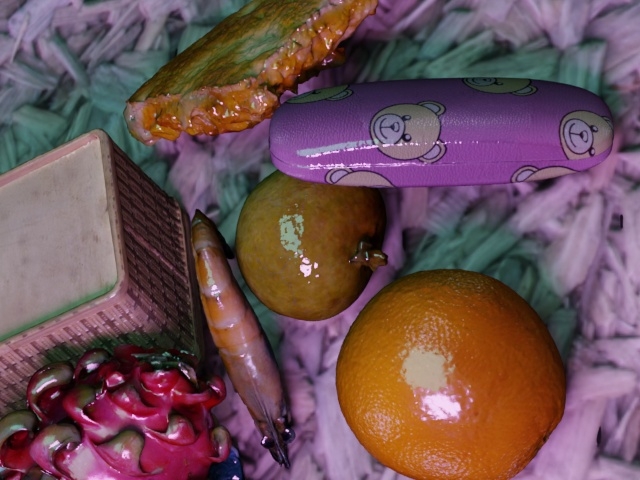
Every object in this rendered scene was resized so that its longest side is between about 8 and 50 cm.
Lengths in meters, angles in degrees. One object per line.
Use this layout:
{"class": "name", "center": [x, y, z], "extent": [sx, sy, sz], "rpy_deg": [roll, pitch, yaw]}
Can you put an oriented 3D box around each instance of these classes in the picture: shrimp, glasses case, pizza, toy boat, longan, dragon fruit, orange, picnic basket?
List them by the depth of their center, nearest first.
{"class": "orange", "center": [0.117, 0.124, 1.491], "extent": [0.206, 0.206, 0.206], "rpy_deg": [-7, 74, 25]}
{"class": "glasses case", "center": [0.110, -0.101, 1.550], "extent": [0.316, 0.075, 0.123], "rpy_deg": [-1, 33, 3]}
{"class": "dragon fruit", "center": [-0.214, 0.197, 1.557], "extent": [0.273, 0.218, 0.198], "rpy_deg": [-5, 90, 13]}
{"class": "longan", "center": [0.000, 0.000, 1.601], "extent": [0.176, 0.145, 0.154], "rpy_deg": [9, 105, 40]}
{"class": "toy boat", "center": [-0.092, 0.265, 1.629], "extent": [0.061, 0.060, 0.137], "rpy_deg": [-20, 63, 44]}
{"class": "shrimp", "center": [-0.074, 0.085, 1.653], "extent": [0.051, 0.198, 0.262], "rpy_deg": [-20, 111, 4]}
{"class": "pizza", "center": [-0.061, -0.171, 1.669], "extent": [0.335, 0.086, 0.226], "rpy_deg": [-29, 27, 16]}
{"class": "picnic basket", "center": [-0.290, 0.066, 1.695], "extent": [0.313, 0.175, 0.228], "rpy_deg": [-24, 50, 15]}
